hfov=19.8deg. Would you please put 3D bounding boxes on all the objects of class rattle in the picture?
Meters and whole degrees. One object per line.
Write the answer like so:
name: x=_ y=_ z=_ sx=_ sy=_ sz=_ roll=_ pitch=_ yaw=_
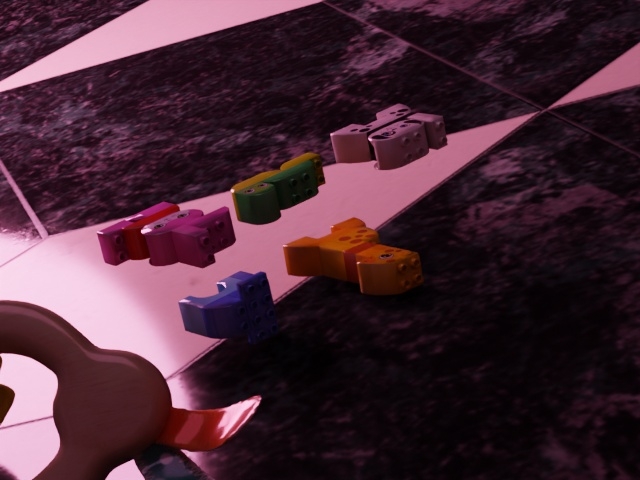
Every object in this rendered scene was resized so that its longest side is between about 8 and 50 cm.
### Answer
rattle: x=-0.123 y=0.109 z=0.955 sx=0.199 sy=0.143 sz=0.130 roll=-2 pitch=55 yaw=4

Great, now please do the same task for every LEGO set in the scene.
LEGO set: x=0.000 y=0.000 z=1.045 sx=0.227 sy=0.087 sz=0.093 roll=-26 pitch=24 yaw=-34
